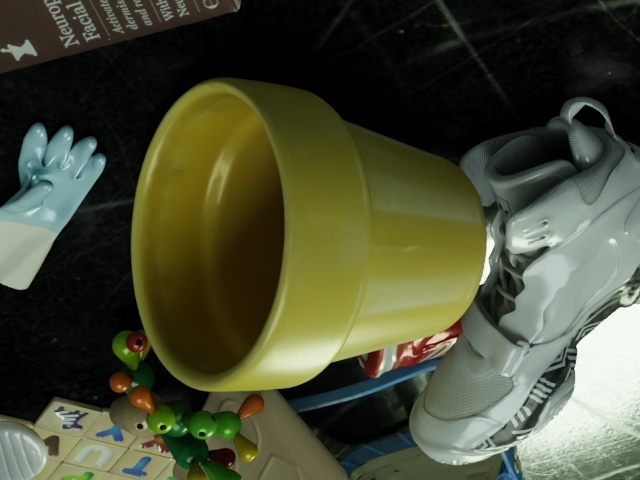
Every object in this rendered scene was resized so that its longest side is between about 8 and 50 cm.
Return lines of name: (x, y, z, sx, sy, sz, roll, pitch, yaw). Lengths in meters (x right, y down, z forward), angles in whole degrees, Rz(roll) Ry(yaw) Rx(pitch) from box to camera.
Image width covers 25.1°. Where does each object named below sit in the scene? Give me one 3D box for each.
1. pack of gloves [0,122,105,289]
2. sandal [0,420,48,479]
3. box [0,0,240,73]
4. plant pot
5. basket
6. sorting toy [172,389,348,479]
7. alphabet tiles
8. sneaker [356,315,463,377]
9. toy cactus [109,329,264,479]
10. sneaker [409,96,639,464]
pack of gloves: (-0.312, -0.035, 1.279, 0.195, 0.046, 0.232, 16, 135, -26)
sandal: (-0.377, 0.224, 1.541, 0.265, 0.076, 0.102, -15, 120, 33)
box: (-0.263, -0.220, 0.994, 0.381, 0.143, 0.191, -13, 140, 10)
plant pot: (0.000, 0.000, 1.226, 0.239, 0.254, 0.254, 4, 142, -36)
basket: (0.103, 0.264, 1.574, 0.255, 0.201, 0.289, -20, 112, 25)
sorting toy: (-0.065, 0.252, 1.556, 0.038, 0.193, 0.208, -19, 148, -44)
alphabet tiles: (-0.301, 0.293, 1.698, 0.285, 0.011, 0.342, 18, 135, -26)
sneaker: (0.110, 0.038, 1.416, 0.128, 0.087, 0.221, -10, 142, -25)
toy cactus: (-0.160, 0.173, 1.498, 0.219, 0.112, 0.180, 47, 152, -25)
sneaker: (0.176, 0.035, 1.317, 0.366, 0.137, 0.210, -46, 125, 11)
